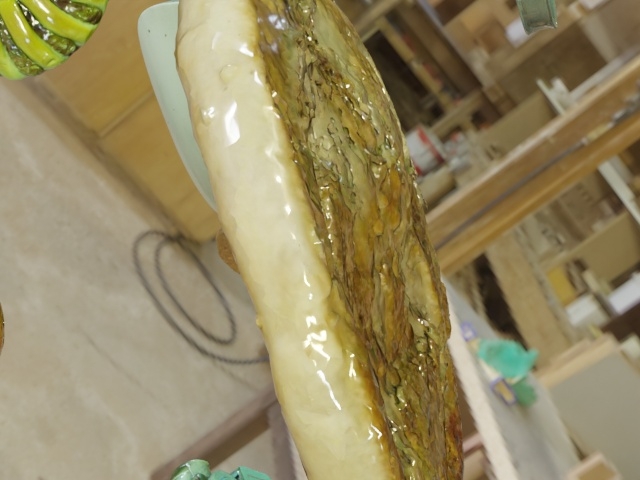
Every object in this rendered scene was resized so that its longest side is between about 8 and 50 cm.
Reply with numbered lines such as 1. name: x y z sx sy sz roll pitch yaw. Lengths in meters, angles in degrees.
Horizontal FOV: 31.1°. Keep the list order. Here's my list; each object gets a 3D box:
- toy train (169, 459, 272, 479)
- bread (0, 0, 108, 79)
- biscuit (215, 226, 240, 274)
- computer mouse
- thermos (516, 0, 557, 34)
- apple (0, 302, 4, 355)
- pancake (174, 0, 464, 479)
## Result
1. toy train: -0.072 0.296 1.042 0.154 0.107 0.198 35 22 -55
2. bread: -0.216 -0.178 0.796 0.139 0.130 0.071 11 -10 9
3. biscuit: 0.001 -0.001 1.546 0.273 0.257 0.049 30 39 6
4. computer mouse: -0.083 -0.104 1.118 0.097 0.159 0.288 -65 149 -30
5. thermos: 0.183 -0.295 1.048 0.286 0.145 0.182 -71 148 -58
6. apple: -0.311 0.076 0.929 0.102 0.099 0.114 -6 24 -33
7. pancake: 0.017 0.005 0.585 0.356 0.065 0.356 -13 90 -76
